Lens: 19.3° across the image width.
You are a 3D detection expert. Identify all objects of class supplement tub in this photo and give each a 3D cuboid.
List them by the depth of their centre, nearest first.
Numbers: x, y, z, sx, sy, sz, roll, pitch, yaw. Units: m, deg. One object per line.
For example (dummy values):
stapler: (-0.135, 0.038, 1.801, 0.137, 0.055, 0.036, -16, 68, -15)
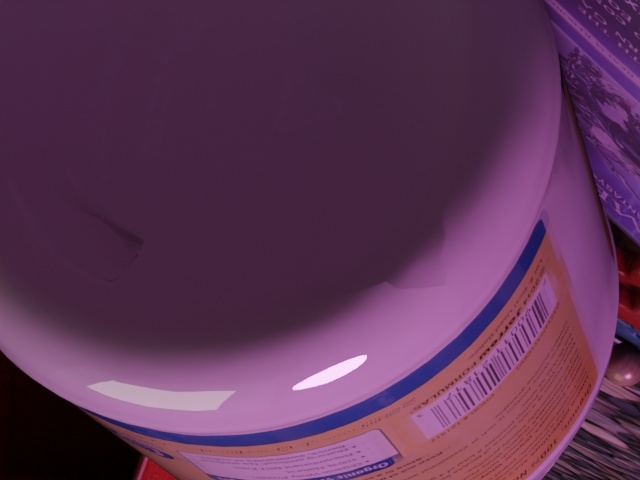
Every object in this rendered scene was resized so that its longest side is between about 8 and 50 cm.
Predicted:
supplement tub: (0.000, 0.000, 0.485, 0.144, 0.144, 0.200, 26, 168, 22)

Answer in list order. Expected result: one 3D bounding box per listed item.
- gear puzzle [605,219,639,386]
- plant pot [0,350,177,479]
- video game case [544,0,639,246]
gear puzzle: (0.199, 0.057, 0.770, 0.175, 0.044, 0.339, 33, 172, -29)
plant pot: (-0.034, 0.066, 0.970, 0.236, 0.267, 0.267, 19, -178, -32)
video game case: (0.098, -0.028, 0.442, 0.196, 0.026, 0.274, 44, 176, 8)
